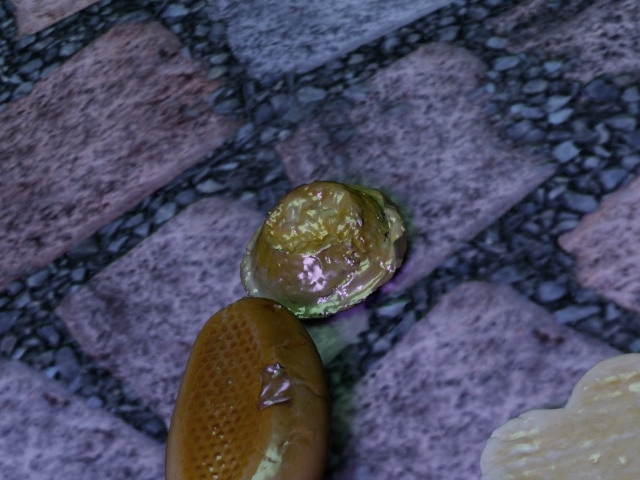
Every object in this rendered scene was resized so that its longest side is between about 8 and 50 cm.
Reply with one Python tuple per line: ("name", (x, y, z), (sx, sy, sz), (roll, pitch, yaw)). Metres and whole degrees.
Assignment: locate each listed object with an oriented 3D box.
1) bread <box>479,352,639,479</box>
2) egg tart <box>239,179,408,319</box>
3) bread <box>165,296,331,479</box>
("bread", (0.212, 0.143, 1.031), (0.251, 0.039, 0.181), (-3, 46, 22))
("egg tart", (0.000, 0.000, 1.267), (0.129, 0.049, 0.128), (-13, 45, 13))
("bread", (-0.044, 0.122, 1.144), (0.114, 0.077, 0.189), (-26, 39, 29))
